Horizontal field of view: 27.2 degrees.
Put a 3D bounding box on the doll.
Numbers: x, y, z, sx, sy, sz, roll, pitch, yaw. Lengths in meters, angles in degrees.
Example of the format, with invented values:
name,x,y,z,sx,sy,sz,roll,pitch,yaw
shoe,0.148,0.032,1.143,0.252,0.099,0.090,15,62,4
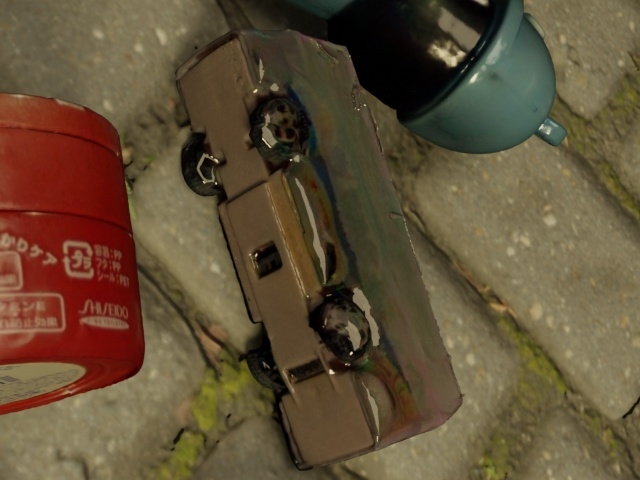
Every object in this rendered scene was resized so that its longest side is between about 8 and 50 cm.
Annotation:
name,x,y,z,sx,sy,sz,roll,pitch,yaw
doll,0.077,-0.174,1.056,0.314,0.177,0.141,38,94,-15

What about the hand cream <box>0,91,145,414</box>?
name,x,y,z,sx,sy,sz,roll,pitch,yaw
hand cream,-0.212,0.020,0.740,0.230,0.230,0.149,1,72,-36

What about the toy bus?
name,x,y,z,sx,sy,sz,roll,pitch,yaw
toy bus,0.000,0.000,0.979,0.138,0.112,0.317,-11,82,-42
